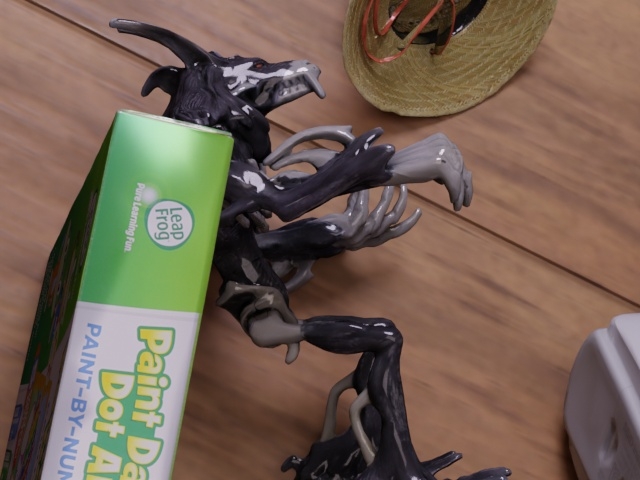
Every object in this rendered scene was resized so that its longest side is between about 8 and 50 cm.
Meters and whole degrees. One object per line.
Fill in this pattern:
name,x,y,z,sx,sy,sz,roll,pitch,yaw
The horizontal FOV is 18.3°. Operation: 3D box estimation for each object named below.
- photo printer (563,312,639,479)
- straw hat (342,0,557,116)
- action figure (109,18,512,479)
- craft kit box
photo printer,0.300,0.147,0.988,0.307,0.107,0.256,4,36,-15
straw hat,0.056,-0.139,1.068,0.144,0.144,0.061,-28,43,-20
action figure,0.000,0.000,0.975,0.141,0.164,0.276,-25,94,-8
craft kit box,-0.106,0.097,0.869,0.061,0.246,0.250,14,73,-13
